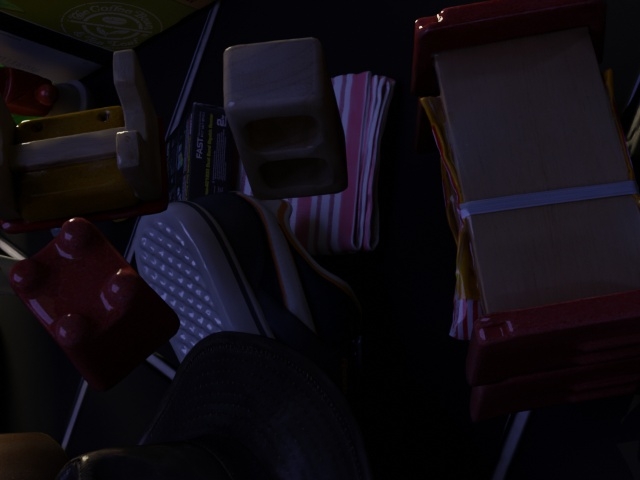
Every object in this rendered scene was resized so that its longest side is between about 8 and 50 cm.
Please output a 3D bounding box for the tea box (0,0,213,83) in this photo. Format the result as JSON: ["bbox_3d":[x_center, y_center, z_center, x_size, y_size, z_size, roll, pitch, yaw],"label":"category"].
[{"bbox_3d":[-0.289,-0.335,1.105,0.323,0.329,0.220,-20,64,44],"label":"tea box"}]

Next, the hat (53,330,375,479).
[{"bbox_3d":[-0.109,0.214,0.712,0.331,0.134,0.331,-20,64,49],"label":"hat"}]

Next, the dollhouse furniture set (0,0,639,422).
[{"bbox_3d":[0.000,0.000,0.674,0.374,0.152,0.201,-8,65,3],"label":"dollhouse furniture set"}]

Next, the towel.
[{"bbox_3d":[-0.017,-0.054,0.957,0.197,0.029,0.144,-5,75,50],"label":"towel"}]

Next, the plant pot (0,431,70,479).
[{"bbox_3d":[-0.383,0.280,1.103,0.215,0.230,0.215,-17,67,45],"label":"plant pot"}]

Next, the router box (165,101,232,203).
[{"bbox_3d":[-0.109,-0.046,1.019,0.092,0.038,0.122,144,130,-62],"label":"router box"}]

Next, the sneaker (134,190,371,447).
[{"bbox_3d":[-0.018,0.113,0.848,0.126,0.127,0.321,-20,89,49],"label":"sneaker"}]

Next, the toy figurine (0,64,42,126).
[{"bbox_3d":[-0.396,-0.210,1.339,0.159,0.130,0.173,-125,20,-54],"label":"toy figurine"}]

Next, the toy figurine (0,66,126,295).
[{"bbox_3d":[-0.304,-0.053,1.188,0.213,0.148,0.209,-50,53,23],"label":"toy figurine"}]
